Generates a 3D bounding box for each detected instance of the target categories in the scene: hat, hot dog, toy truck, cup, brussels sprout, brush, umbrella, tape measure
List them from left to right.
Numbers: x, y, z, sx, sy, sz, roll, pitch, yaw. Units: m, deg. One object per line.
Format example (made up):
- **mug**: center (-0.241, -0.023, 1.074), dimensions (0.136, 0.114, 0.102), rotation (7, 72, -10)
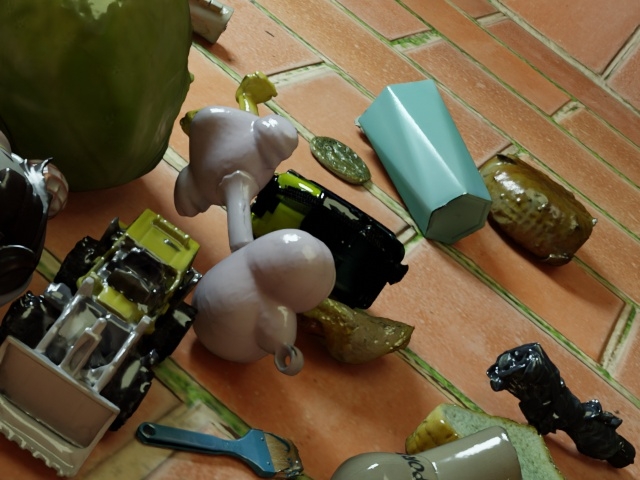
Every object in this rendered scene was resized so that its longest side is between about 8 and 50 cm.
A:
- **brussels sprout**: center (-0.253, -0.210, 1.125), dimensions (0.247, 0.328, 0.328), rotation (6, 31, -6)
- **toy truck**: center (-0.184, 0.068, 0.923), dimensions (0.136, 0.111, 0.286), rotation (35, 28, -6)
- **brush**: center (-0.088, 0.181, 0.960), dimensions (0.164, 0.014, 0.051), rotation (16, 31, -32)
- **tape measure**: center (0.000, 0.000, 1.224), dimensions (0.199, 0.112, 0.186), rotation (32, -1, -4)
- **hot dog**: center (0.035, 0.104, 1.180), dimensions (0.169, 0.061, 0.078), rotation (20, -11, -36)
- **hat**: center (0.089, 0.210, 0.975), dimensions (0.085, 0.175, 0.147), rotation (60, 2, -38)
- **cup**: center (0.164, -0.117, 1.629), dimensions (0.148, 0.134, 0.235), rotation (49, 13, -49)
- **umbrella**: center (0.294, 0.211, 1.302), dimensions (0.224, 0.080, 0.071), rotation (38, 45, -24)

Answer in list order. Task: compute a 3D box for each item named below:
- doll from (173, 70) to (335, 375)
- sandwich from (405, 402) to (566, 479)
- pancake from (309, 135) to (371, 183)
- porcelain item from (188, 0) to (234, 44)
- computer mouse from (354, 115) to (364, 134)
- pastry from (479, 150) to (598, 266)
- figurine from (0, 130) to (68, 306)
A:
- **doll**: center (-0.075, -0.020, 1.104), dimensions (0.094, 0.160, 0.365), rotation (37, 29, -50)
- **sandwich**: center (0.197, 0.259, 1.081), dimensions (0.186, 0.065, 0.214), rotation (22, 22, -35)
- **pancake**: center (0.031, -0.119, 1.604), dimensions (0.108, 0.017, 0.108), rotation (27, 31, -17)
- **porcelain item**: center (-0.239, -0.376, 1.654), dimensions (0.213, 0.084, 0.054), rotation (28, 54, -14)
- **computer mouse**: center (0.095, -0.177, 1.765), dimensions (0.110, 0.032, 0.056), rotation (-3, 42, -40)
- **pastry**: center (0.356, -0.049, 1.786), dimensions (0.218, 0.100, 0.229), rotation (23, 23, -33)
- **figurine**: center (-0.346, -0.061, 0.898), dimensions (0.281, 0.167, 0.370), rotation (17, 22, -49)
